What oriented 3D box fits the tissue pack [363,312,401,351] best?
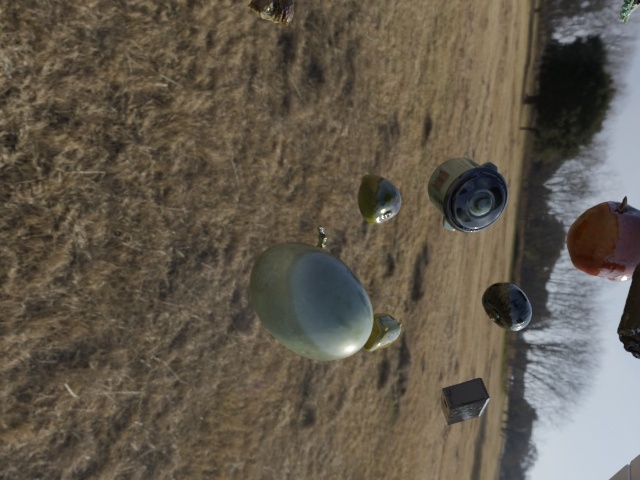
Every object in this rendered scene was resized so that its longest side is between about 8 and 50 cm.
[{"bbox_3d":[0.230,0.350,1.875,0.178,0.123,0.127,2,128,-52],"label":"tissue pack"}]

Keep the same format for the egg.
[{"bbox_3d":[-0.022,0.154,1.215,0.352,0.258,0.258,37,51,-15],"label":"egg"}]

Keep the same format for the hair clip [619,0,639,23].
[{"bbox_3d":[0.845,-0.638,1.312,0.173,0.049,0.049,-9,103,-69],"label":"hair clip"}]

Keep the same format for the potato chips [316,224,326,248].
[{"bbox_3d":[-0.001,0.000,1.496,0.207,0.028,0.092,98,-8,-65],"label":"potato chips"}]

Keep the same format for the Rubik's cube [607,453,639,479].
[{"bbox_3d":[0.956,0.824,1.277,0.316,0.322,0.319,57,-7,-5],"label":"Rubik's cube"}]

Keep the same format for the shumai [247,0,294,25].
[{"bbox_3d":[-0.126,-0.661,1.329,0.105,0.139,0.123,-44,179,-31],"label":"shumai"}]

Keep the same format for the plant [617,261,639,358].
[{"bbox_3d":[0.706,0.127,0.963,0.256,0.142,0.164,-44,116,-22],"label":"plant"}]

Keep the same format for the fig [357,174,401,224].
[{"bbox_3d":[0.252,-0.195,2.177,0.225,0.203,0.203,57,11,24],"label":"fig"}]

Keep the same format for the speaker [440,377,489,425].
[{"bbox_3d":[0.292,0.332,0.982,0.218,0.082,0.044,67,7,-60],"label":"speaker"}]

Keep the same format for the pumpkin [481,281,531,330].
[{"bbox_3d":[0.605,0.215,1.568,0.125,0.167,0.167,-22,119,-31],"label":"pumpkin"}]

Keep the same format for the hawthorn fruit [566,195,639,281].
[{"bbox_3d":[0.986,-0.018,1.617,0.277,0.277,0.298,-50,146,-52],"label":"hawthorn fruit"}]

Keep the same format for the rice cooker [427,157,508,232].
[{"bbox_3d":[0.576,-0.181,1.900,0.264,0.316,0.316,28,63,-22],"label":"rice cooker"}]
